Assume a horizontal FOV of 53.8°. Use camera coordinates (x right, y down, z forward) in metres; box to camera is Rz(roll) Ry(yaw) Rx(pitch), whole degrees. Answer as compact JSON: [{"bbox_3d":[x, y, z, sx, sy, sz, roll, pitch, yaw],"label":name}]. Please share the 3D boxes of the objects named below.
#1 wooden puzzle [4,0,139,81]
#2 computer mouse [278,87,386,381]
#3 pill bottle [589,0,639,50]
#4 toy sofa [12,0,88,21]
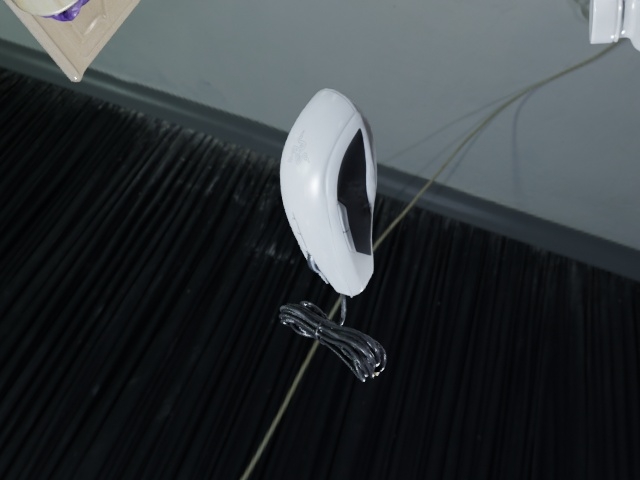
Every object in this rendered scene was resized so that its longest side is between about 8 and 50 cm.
[{"bbox_3d":[-0.357,-0.452,0.871,0.080,0.348,0.322,12,154,24],"label":"wooden puzzle"},{"bbox_3d":[0.000,0.000,0.408,0.106,0.042,0.193,34,136,50],"label":"computer mouse"},{"bbox_3d":[0.340,-0.223,0.579,0.169,0.094,0.094,2,137,20],"label":"pill bottle"},{"bbox_3d":[-0.154,-0.298,0.283,0.150,0.177,0.363,42,161,52],"label":"toy sofa"}]
